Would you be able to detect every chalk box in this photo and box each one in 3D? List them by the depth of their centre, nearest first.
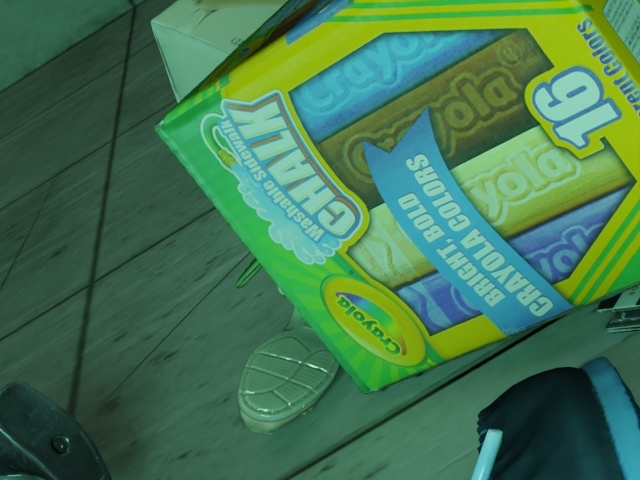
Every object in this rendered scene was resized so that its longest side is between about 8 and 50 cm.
[{"bbox_3d":[0.059,-0.060,0.692,0.289,0.179,0.180,-26,18,38],"label":"chalk box"}]

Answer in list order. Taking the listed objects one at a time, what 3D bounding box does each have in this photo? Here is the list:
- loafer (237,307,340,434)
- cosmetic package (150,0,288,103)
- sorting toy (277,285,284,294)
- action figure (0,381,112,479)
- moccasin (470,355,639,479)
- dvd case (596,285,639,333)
[{"bbox_3d":[-0.009,0.066,0.748,0.045,0.039,0.125,18,40,12],"label":"loafer"},{"bbox_3d":[0.036,-0.195,1.116,0.160,0.113,0.309,26,56,36],"label":"cosmetic package"},{"bbox_3d":[0.000,0.000,0.898,0.075,0.045,0.083,-47,13,20],"label":"sorting toy"},{"bbox_3d":[-0.235,0.171,0.762,0.285,0.099,0.185,-21,29,42],"label":"action figure"},{"bbox_3d":[0.051,0.137,0.302,0.117,0.138,0.342,-25,19,13],"label":"moccasin"},{"bbox_3d":[0.242,-0.026,0.590,0.221,0.018,0.164,-11,29,47],"label":"dvd case"}]
